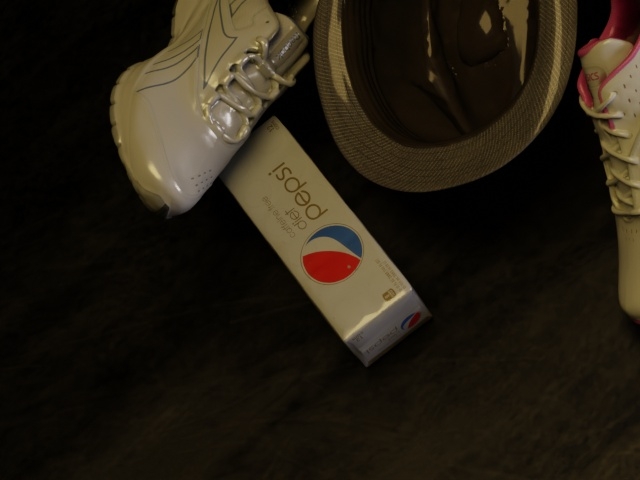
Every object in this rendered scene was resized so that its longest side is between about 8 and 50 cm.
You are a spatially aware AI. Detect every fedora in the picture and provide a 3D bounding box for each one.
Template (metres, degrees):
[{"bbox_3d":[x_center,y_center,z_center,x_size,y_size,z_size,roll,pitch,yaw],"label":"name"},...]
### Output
[{"bbox_3d":[0.121,-0.166,1.650,0.244,0.124,0.275,-21,71,28],"label":"fedora"}]

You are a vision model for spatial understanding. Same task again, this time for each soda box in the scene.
[{"bbox_3d":[0.000,0.000,1.661,0.074,0.069,0.216,-38,60,0],"label":"soda box"}]

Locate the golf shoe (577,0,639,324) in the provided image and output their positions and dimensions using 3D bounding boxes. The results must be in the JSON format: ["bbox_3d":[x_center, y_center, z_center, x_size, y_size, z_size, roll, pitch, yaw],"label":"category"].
[{"bbox_3d":[0.252,-0.088,1.547,0.140,0.115,0.306,10,87,-21],"label":"golf shoe"}]

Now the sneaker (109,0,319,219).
[{"bbox_3d":[-0.083,-0.140,1.671,0.129,0.111,0.297,-12,41,33],"label":"sneaker"}]
